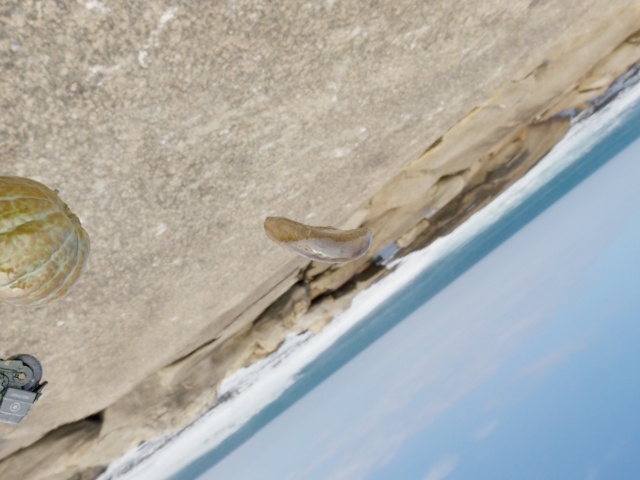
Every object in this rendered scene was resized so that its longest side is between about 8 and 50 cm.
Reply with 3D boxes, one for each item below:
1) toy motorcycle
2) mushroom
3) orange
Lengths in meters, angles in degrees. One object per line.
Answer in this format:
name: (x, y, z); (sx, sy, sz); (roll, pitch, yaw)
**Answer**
toy motorcycle: (-0.653, 0.268, 0.915); (0.124, 0.274, 0.187); (-4, -117, 53)
mushroom: (-0.001, 0.002, 0.942); (0.209, 0.072, 0.094); (7, -173, -12)
orange: (-0.699, -0.004, 1.187); (0.249, 0.329, 0.329); (-35, 167, -14)
